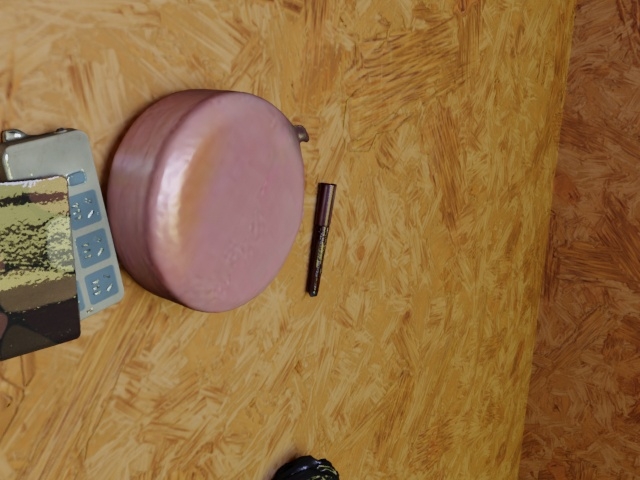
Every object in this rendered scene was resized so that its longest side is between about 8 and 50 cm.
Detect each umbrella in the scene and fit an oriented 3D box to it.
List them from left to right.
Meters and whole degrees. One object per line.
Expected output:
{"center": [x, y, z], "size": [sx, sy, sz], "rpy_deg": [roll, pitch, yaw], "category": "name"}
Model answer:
{"center": [-0.094, 0.440, 0.846], "size": [0.340, 0.118, 0.118], "rpy_deg": [-23, 120, -43], "category": "umbrella"}

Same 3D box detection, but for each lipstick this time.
{"center": [0.000, 0.000, 0.877], "size": [0.027, 0.027, 0.177], "rpy_deg": [-6, 107, -54], "category": "lipstick"}

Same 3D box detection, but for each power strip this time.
{"center": [-0.238, -0.010, 0.528], "size": [0.081, 0.035, 0.192], "rpy_deg": [-28, 123, -45], "category": "power strip"}

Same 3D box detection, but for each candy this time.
{"center": [-0.110, -0.049, 0.636], "size": [0.255, 0.094, 0.256], "rpy_deg": [-25, 121, -51], "category": "candy"}

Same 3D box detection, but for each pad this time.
{"center": [-0.307, 0.038, 0.440], "size": [0.234, 0.003, 0.158], "rpy_deg": [-13, 113, -42], "category": "pad"}
